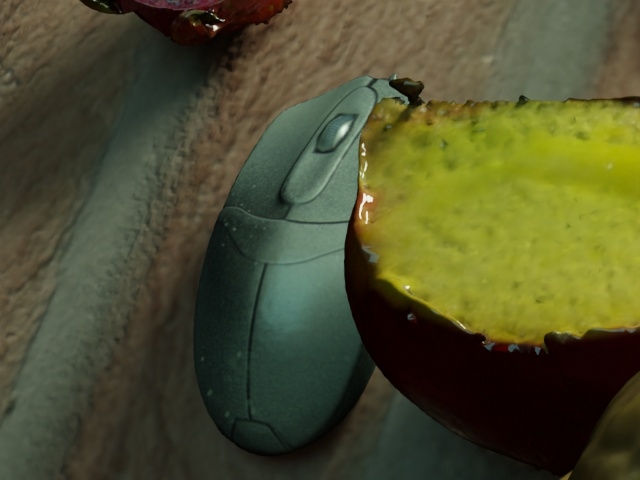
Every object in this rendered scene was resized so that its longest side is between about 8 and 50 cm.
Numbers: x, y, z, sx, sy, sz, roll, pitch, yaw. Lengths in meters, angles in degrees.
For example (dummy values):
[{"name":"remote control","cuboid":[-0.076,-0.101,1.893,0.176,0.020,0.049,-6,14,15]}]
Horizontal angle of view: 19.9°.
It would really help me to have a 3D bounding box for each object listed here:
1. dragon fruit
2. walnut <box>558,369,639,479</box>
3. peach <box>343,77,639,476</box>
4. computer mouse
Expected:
[{"name":"dragon fruit","cuboid":[-0.069,-0.155,1.074,0.112,0.068,0.126,22,61,18]},{"name":"walnut","cuboid":[0.181,0.168,0.629,0.285,0.285,0.296,42,120,37]},{"name":"peach","cuboid":[0.143,0.029,0.800,0.267,0.154,0.159,-1,54,28]},{"name":"computer mouse","cuboid":[-0.003,-0.001,0.948,0.113,0.068,0.229,6,67,28]}]
